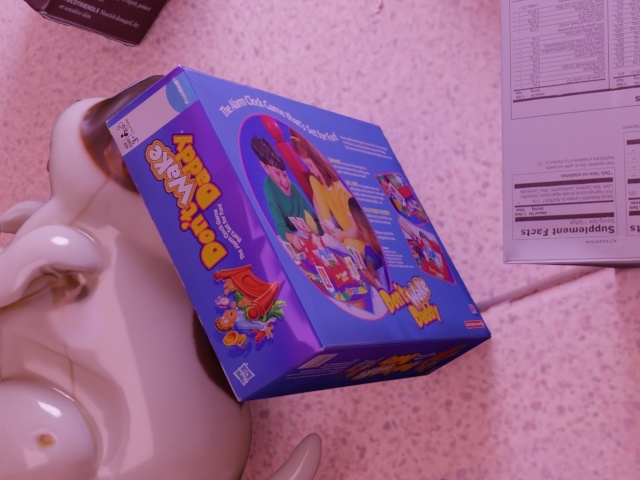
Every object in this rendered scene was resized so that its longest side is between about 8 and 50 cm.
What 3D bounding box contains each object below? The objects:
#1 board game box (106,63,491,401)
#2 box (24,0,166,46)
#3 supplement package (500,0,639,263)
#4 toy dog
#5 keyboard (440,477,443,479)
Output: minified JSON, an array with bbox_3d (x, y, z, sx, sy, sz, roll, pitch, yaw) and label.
[{"bbox_3d":[0.000,0.000,1.019,0.078,0.347,0.233,-33,73,22],"label":"board game box"},{"bbox_3d":[-0.231,-0.333,1.249,0.168,0.167,0.203,39,104,22],"label":"box"},{"bbox_3d":[0.269,-0.112,0.957,0.198,0.199,0.263,-3,86,38],"label":"supplement package"},{"bbox_3d":[-0.177,0.049,1.145,0.395,0.284,0.408,13,91,26],"label":"toy dog"},{"bbox_3d":[0.126,0.348,1.115,0.201,0.033,0.317,42,104,22],"label":"keyboard"}]
